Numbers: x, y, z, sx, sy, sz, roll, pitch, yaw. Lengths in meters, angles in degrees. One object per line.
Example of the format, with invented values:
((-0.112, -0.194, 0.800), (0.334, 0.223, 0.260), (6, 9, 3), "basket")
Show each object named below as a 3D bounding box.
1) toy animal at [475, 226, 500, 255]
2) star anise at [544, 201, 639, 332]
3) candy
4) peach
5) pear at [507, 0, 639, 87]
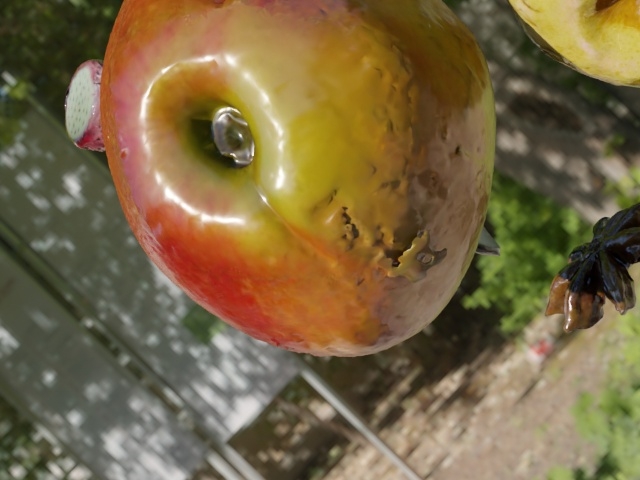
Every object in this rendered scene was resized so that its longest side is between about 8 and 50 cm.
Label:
((0.068, 0.009, 1.565), (0.179, 0.166, 0.138), (-43, -1, 29), "toy animal")
((0.269, 0.019, 1.393), (0.168, 0.057, 0.168), (-51, 5, 7), "star anise")
((-0.252, -0.151, 1.683), (0.043, 0.103, 0.103), (6, -32, -29), "candy")
((-0.008, -0.080, 1.174), (0.290, 0.372, 0.372), (-55, -1, 12), "peach")
((0.255, -0.246, 1.112), (0.271, 0.271, 0.271), (-46, 0, 0), "pear")
